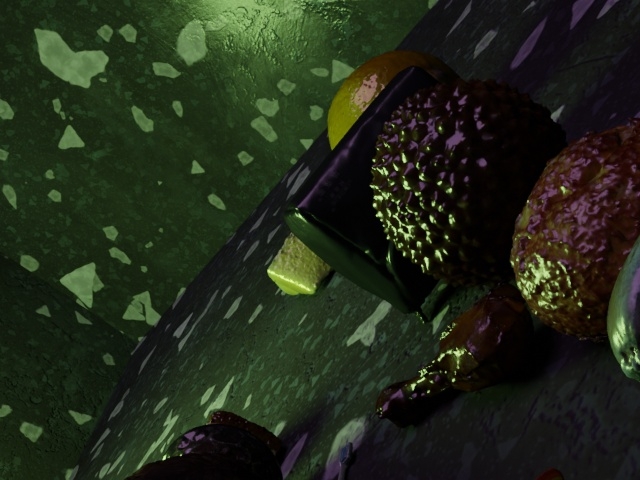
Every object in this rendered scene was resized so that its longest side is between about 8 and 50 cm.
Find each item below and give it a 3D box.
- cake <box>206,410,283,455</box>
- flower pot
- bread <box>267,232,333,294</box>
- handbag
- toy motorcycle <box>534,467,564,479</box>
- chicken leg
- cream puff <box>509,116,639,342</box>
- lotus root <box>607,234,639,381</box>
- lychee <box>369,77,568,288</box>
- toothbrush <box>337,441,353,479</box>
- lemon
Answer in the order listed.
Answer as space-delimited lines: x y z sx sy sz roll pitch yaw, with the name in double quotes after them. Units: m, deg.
-0.182 0.386 1.536 0.246 0.135 0.112 -38 21 50 "cake"
-0.162 0.395 1.230 0.266 0.266 0.267 -50 3 14 "flower pot"
0.000 0.000 1.986 0.178 0.142 0.266 4 59 57 "bread"
0.138 -0.063 1.293 0.302 0.275 0.178 -51 5 -11 "handbag"
0.131 0.322 0.701 0.171 0.089 0.298 -42 16 36 "toy motorcycle"
0.159 0.155 1.079 0.113 0.093 0.304 -41 -6 -38 "chicken leg"
0.293 -0.019 0.884 0.240 0.164 0.240 -49 8 9 "cream puff"
0.352 -0.008 0.687 0.322 0.140 0.158 -51 29 -13 "lotus root"
0.191 -0.074 1.081 0.267 0.267 0.267 -50 13 16 "lychee"
0.023 0.356 1.147 0.026 0.022 0.263 -60 8 29 "toothbrush"
0.149 -0.215 1.658 0.293 0.293 0.293 -50 13 16 "lemon"
